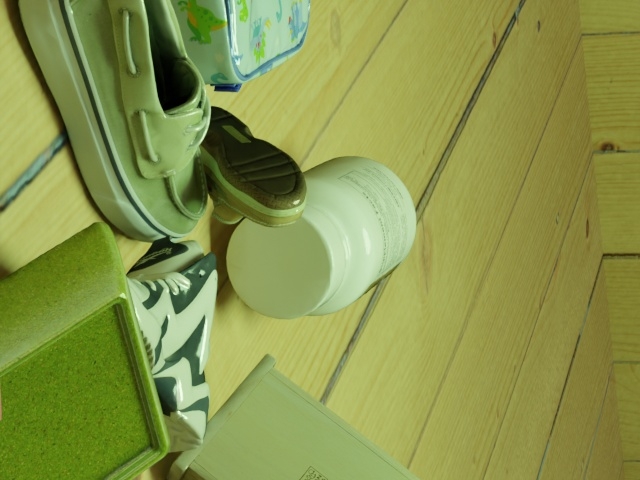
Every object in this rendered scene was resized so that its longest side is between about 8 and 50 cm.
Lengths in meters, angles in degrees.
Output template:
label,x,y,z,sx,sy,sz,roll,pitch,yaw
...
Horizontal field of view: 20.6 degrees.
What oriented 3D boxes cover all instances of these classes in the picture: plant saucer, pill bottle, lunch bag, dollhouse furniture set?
label,x,y,z,sx,sy,sz,roll,pitch,yaw
plant saucer,-0.173,0.112,1.134,0.188,0.045,0.188,-34,127,-35
pill bottle,0.000,0.000,1.650,0.229,0.131,0.131,-31,119,-69
lunch bag,-0.078,-0.222,1.487,0.219,0.090,0.176,-44,130,-65
dollhouse furniture set,-0.067,0.302,1.551,0.286,0.198,0.303,-49,171,-33

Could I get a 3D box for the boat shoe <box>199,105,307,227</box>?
label,x,y,z,sx,sy,sz,roll,pitch,yaw
boat shoe,-0.065,-0.045,1.434,0.190,0.068,0.072,-132,-133,-55

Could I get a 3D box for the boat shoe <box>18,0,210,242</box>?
label,x,y,z,sx,sy,sz,roll,pitch,yaw
boat shoe,-0.132,-0.099,1.312,0.302,0.094,0.109,67,29,-51

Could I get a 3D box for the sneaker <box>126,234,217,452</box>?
label,x,y,z,sx,sy,sz,roll,pitch,yaw
sneaker,-0.139,0.040,1.306,0.235,0.094,0.153,56,30,-48
